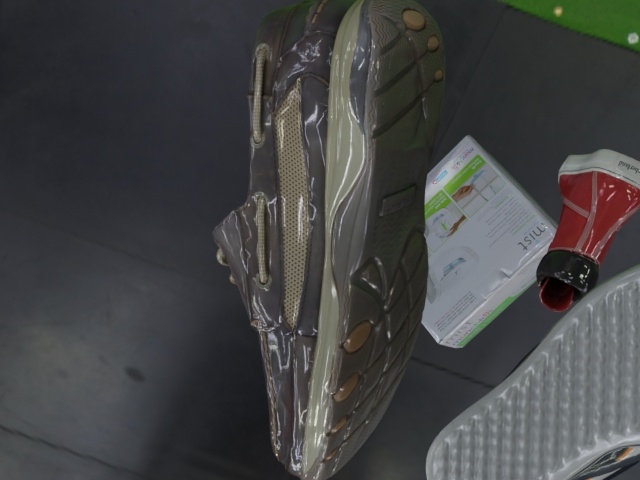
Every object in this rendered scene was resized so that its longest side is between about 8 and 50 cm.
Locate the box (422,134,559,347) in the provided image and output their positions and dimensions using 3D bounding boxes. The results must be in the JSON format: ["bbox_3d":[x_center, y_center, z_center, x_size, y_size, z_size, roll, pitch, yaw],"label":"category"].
[{"bbox_3d":[0.238,0.005,1.402,0.262,0.127,0.231,-46,63,14],"label":"box"}]

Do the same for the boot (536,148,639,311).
[{"bbox_3d":[0.293,-0.006,0.984,0.088,0.244,0.176,26,94,7],"label":"boot"}]

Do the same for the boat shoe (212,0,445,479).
[{"bbox_3d":[0.000,0.000,0.619,0.130,0.132,0.355,17,107,31],"label":"boat shoe"}]

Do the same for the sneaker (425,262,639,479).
[{"bbox_3d":[0.226,0.107,0.648,0.321,0.127,0.126,-41,67,32],"label":"sneaker"}]
